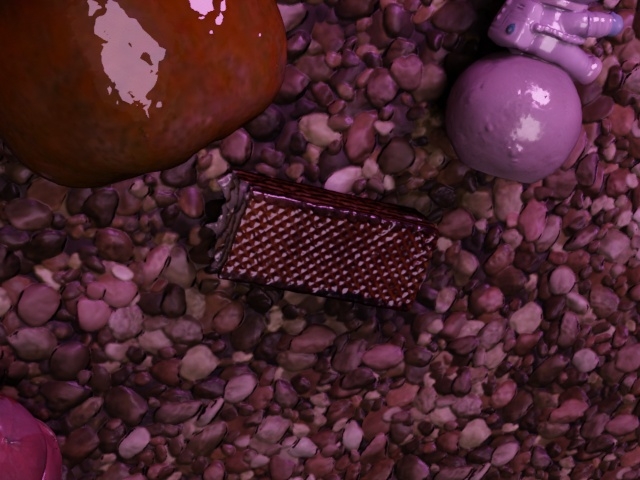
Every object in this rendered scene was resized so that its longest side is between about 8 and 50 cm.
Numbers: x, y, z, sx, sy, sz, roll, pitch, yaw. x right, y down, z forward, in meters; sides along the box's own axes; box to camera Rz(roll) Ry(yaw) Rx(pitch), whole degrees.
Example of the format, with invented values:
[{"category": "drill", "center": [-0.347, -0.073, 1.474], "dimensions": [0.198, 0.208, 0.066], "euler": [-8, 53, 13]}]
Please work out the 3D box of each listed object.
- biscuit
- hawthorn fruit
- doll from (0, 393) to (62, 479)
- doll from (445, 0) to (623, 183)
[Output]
[{"category": "biscuit", "center": [0.000, 0.000, 1.171], "dimensions": [0.252, 0.070, 0.106], "euler": [12, 110, -24]}, {"category": "hawthorn fruit", "center": [-0.178, -0.201, 0.902], "dimensions": [0.267, 0.268, 0.301], "euler": [-31, 120, -3]}, {"category": "doll", "center": [-0.378, 0.254, 1.117], "dimensions": [0.256, 0.152, 0.196], "euler": [-45, 155, 23]}, {"category": "doll", "center": [0.223, -0.206, 1.111], "dimensions": [0.151, 0.151, 0.287], "euler": [9, 108, -24]}]
